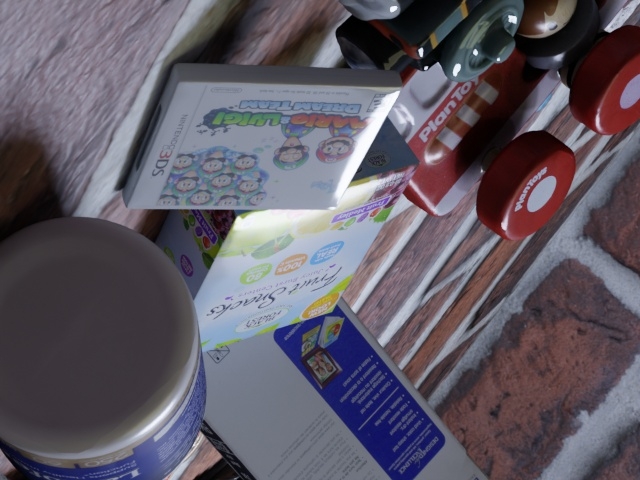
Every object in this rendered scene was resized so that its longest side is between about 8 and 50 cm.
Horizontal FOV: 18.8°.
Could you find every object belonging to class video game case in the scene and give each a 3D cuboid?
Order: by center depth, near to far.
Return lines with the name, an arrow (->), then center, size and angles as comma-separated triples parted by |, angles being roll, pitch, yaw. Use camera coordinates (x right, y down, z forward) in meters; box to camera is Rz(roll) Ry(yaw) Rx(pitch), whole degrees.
video game case -> -0.041, -0.067, 1.296 | 0.157, 0.019, 0.143 | 0, 146, -22

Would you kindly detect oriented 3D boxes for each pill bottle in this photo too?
pill bottle -> -0.152, 0.092, 1.289 | 0.153, 0.153, 0.264 | -46, 169, -13

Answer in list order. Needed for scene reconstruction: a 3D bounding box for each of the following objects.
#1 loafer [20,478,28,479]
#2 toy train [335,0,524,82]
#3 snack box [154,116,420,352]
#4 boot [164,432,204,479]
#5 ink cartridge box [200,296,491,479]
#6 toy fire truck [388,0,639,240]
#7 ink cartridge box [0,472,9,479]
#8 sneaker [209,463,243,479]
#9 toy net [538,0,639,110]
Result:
loafer -> -0.247, 0.224, 1.672 | 0.170, 0.062, 0.061 | 40, 69, -83
toy train -> 0.129, -0.251, 1.287 | 0.334, 0.142, 0.190 | -44, 156, -8
snack box -> -0.040, -0.003, 1.506 | 0.174, 0.070, 0.207 | -17, 154, -32
boot -> -0.181, 0.233, 1.961 | 0.158, 0.059, 0.084 | -57, 167, -3
ink cartridge box -> -0.004, 0.154, 1.691 | 0.165, 0.332, 0.065 | -45, -160, -18
toy fire truck -> 0.154, -0.159, 1.671 | 0.302, 0.169, 0.254 | -49, 151, -1
ink cartridge box -> -0.280, 0.273, 1.415 | 0.212, 0.154, 0.093 | -45, 167, -13
sneaker -> -0.088, 0.318, 2.482 | 0.296, 0.104, 0.147 | -44, 174, -2
toy net -> 0.299, -0.237, 2.246 | 0.232, 0.045, 0.122 | -45, 167, -26
